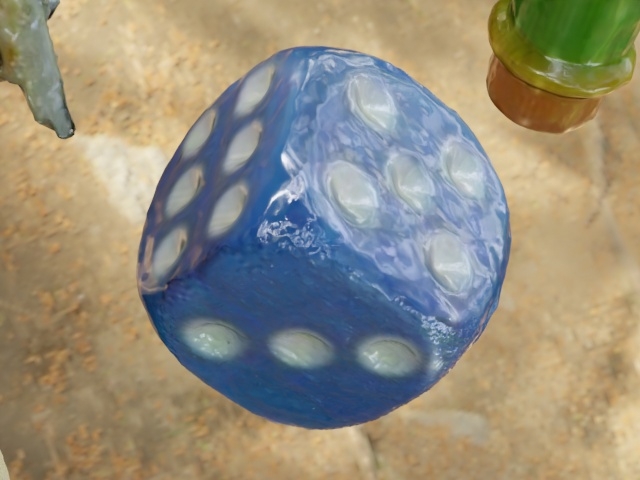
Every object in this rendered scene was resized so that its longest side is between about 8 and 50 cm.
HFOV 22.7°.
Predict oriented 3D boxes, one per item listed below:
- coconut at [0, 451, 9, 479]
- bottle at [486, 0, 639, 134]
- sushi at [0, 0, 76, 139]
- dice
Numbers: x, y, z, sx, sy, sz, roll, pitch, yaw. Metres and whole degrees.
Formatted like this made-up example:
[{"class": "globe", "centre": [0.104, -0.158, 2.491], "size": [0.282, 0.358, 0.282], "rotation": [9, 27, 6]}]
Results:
[{"class": "coconut", "centre": [-0.388, 0.204, 1.071], "size": [0.352, 0.352, 0.353], "rotation": [25, 54, -40]}, {"class": "bottle", "centre": [0.087, -0.104, 0.411], "size": [0.069, 0.187, 0.069], "rotation": [9, 45, -9]}, {"class": "sushi", "centre": [-0.178, -0.168, 0.656], "size": [0.139, 0.184, 0.274], "rotation": [-4, 58, -8]}, {"class": "dice", "centre": [0.000, 0.000, 0.810], "size": [0.146, 0.146, 0.143], "rotation": [34, 45, -24]}]
